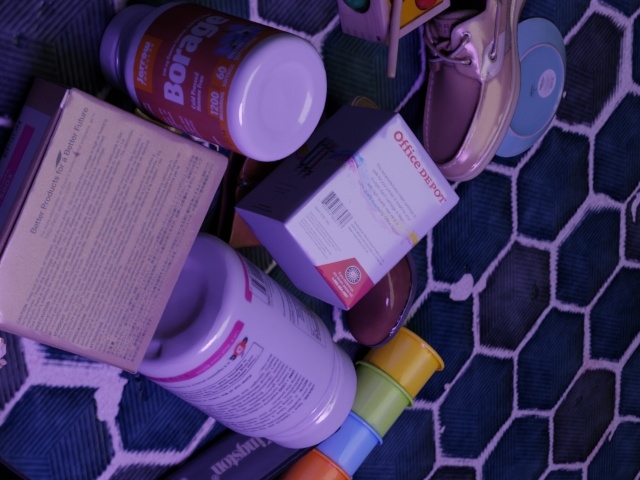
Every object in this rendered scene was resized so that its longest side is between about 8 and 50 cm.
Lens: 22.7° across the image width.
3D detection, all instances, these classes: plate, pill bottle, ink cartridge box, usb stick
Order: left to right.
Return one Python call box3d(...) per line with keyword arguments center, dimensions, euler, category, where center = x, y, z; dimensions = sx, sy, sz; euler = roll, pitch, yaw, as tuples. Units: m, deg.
box3d(center=(-0.223, -0.013, 1.522), dimensions=(0.193, 0.088, 0.235), euler=(24, 90, -36), category="ink cartridge box")
box3d(center=(-0.108, -0.159, 1.511), dimensions=(0.121, 0.216, 0.121), euler=(-24, 124, -41), category="pill bottle")
box3d(center=(-0.084, 0.117, 1.716), dimensions=(0.160, 0.160, 0.283), euler=(-60, 140, -9), category="pill bottle")
box3d(center=(-0.085, 0.253, 1.853), dimensions=(0.278, 0.077, 0.045), euler=(-33, 166, -34), category="usb stick")
box3d(center=(0.029, -0.040, 1.691), dimensions=(0.176, 0.127, 0.128), euler=(-43, 115, -14), category="ink cartridge box")
box3d(center=(0.272, -0.197, 2.077), dimensions=(0.188, 0.024, 0.188), euler=(-23, 123, -40), category="plate")

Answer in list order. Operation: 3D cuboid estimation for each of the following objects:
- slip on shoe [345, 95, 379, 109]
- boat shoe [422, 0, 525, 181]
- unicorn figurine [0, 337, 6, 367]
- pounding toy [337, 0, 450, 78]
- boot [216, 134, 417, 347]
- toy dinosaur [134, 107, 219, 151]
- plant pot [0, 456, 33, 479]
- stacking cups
box3d(center=(0.075, -0.106, 1.792), dimensions=(0.051, 0.041, 0.135), euler=(-43, 114, -37), category="slip on shoe")
box3d(center=(0.167, -0.242, 1.873), dimensions=(0.110, 0.121, 0.341), euler=(10, 90, -46), category="boat shoe")
box3d(center=(-0.357, 0.125, 1.487), dimensions=(0.162, 0.060, 0.111), euler=(33, 73, -43), category="unicorn figurine")
box3d(center=(0.079, -0.275, 1.759), dimensions=(0.141, 0.100, 0.130), euler=(-36, 132, -32), category="pounding toy")
box3d(center=(0.000, 0.000, 1.808), dimensions=(0.280, 0.096, 0.264), euler=(-2, 109, -47), category="boot")
box3d(center=(-0.164, -0.102, 1.621), dimensions=(0.183, 0.053, 0.093), euler=(-43, 123, -14), category="toy dinosaur")
box3d(center=(-0.348, 0.311, 1.505), dimensions=(0.187, 0.188, 0.167), euler=(-45, 147, -25), category="plant pot")
box3d(center=(0.020, 0.246, 1.971), dimensions=(0.316, 0.096, 0.096), euler=(-49, 138, -13), category="stacking cups")
